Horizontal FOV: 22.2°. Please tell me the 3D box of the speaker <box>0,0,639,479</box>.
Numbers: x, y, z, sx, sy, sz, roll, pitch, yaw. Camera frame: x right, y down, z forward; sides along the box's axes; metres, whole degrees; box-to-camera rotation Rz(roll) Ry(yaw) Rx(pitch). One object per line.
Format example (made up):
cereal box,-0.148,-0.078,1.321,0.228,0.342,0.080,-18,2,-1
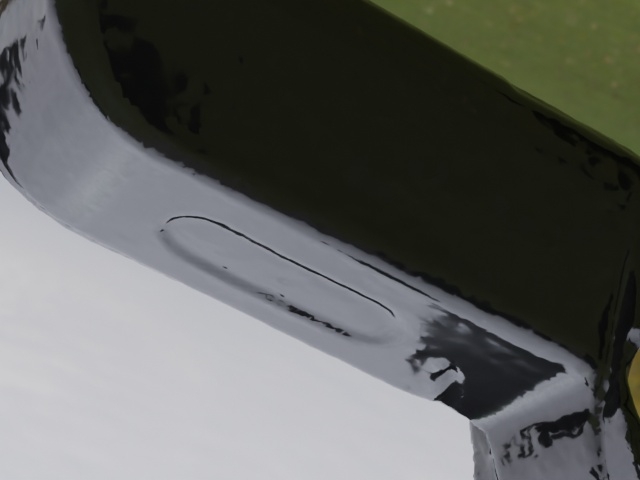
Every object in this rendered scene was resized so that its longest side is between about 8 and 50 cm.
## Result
speaker,0.000,0.000,0.828,0.388,0.184,0.180,27,146,-15
